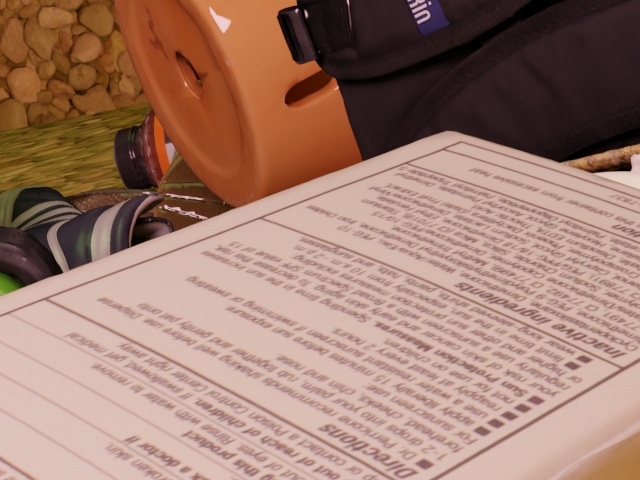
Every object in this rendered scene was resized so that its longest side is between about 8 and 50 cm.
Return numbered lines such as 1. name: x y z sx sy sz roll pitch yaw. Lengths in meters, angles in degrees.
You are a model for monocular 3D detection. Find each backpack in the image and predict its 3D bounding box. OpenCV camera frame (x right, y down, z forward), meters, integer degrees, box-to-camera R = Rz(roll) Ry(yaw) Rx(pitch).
1. backpack: 0.177 -0.131 0.738 0.273 0.290 0.355 -17 -11 -29

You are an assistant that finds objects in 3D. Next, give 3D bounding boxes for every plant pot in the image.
1. plant pot: -0.007 -0.149 1.113 0.203 0.291 0.291 -29 15 -20

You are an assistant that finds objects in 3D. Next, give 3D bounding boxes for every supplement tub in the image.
1. supplement tub: -0.121 -0.106 1.772 0.197 0.106 0.106 -12 10 13

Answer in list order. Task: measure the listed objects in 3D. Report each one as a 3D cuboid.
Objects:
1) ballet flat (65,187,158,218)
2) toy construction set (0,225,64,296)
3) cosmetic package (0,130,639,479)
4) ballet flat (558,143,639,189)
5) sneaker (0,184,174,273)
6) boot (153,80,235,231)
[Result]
1. ballet flat: -0.241 -0.015 1.598 0.249 0.058 0.084 -5 -10 17
2. toy construction set: -0.239 0.031 0.741 0.309 0.257 0.237 -41 16 18
3. cosmetic package: -0.013 0.083 0.390 0.296 0.129 0.153 -21 33 -40
4. ballet flat: 0.076 0.018 0.659 0.348 0.123 0.123 -10 9 46
5. sneaker: -0.169 0.010 1.198 0.153 0.099 0.282 -15 14 5
6. boot: -0.087 -0.028 1.317 0.077 0.213 0.165 10 -30 -1
